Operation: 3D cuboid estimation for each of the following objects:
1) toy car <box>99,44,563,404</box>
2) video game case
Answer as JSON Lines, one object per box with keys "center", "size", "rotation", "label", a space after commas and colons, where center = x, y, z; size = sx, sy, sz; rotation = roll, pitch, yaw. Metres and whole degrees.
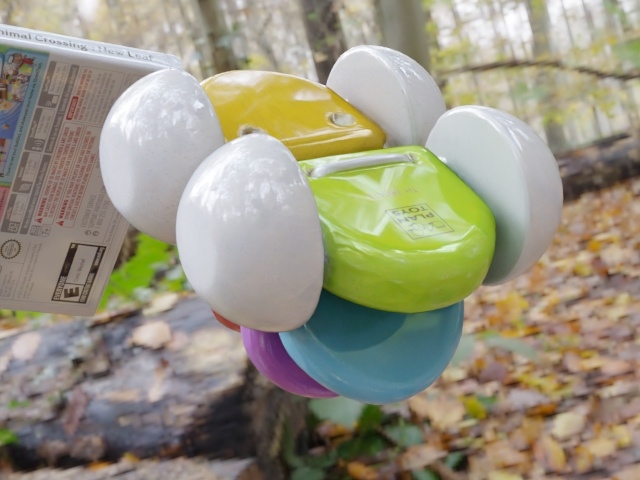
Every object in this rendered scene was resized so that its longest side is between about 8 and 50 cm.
{"center": [0.000, 0.000, 0.533], "size": [0.159, 0.136, 0.182], "rotation": [-11, 31, -30], "label": "toy car"}
{"center": [-0.207, -0.040, 0.772], "size": [0.193, 0.023, 0.212], "rotation": [7, -50, -26], "label": "video game case"}
